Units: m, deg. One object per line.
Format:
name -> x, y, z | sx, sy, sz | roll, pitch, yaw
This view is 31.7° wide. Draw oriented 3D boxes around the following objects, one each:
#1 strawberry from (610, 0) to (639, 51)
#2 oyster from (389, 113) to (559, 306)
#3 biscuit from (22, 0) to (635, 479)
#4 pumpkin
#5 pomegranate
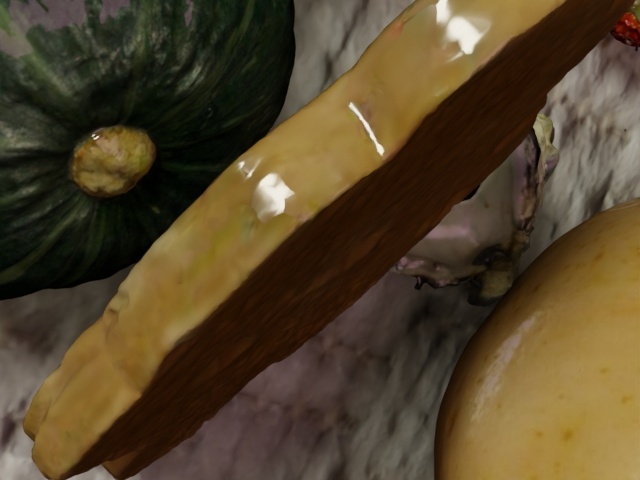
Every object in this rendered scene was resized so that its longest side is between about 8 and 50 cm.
strawberry -> 0.212, -0.167, 0.738 | 0.083, 0.073, 0.073 | -52, 143, -53
oyster -> 0.067, -0.032, 0.684 | 0.163, 0.081, 0.191 | -17, 122, 0
biscuit -> -0.003, -0.004, 0.522 | 0.376, 0.051, 0.269 | -47, 167, 31
pumpkin -> -0.113, -0.073, 0.460 | 0.211, 0.152, 0.212 | -23, 136, -25
pomegranate -> 0.268, 0.154, 0.705 | 0.411, 0.411, 0.412 | -16, 119, -32
